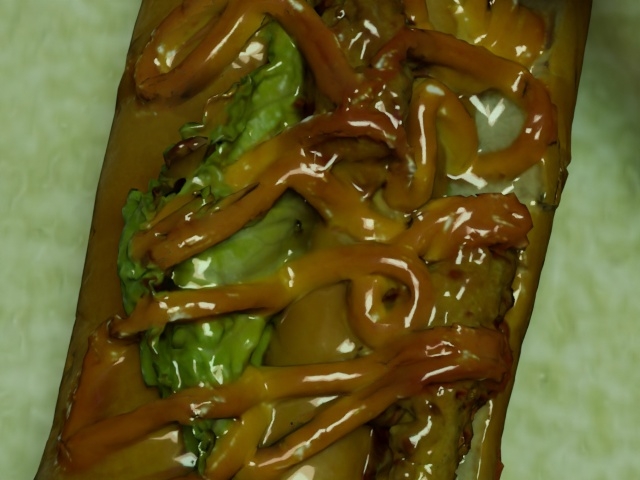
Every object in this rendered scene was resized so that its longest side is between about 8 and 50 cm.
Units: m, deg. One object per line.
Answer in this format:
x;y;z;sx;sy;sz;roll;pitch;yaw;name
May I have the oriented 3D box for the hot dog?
0.000;0.000;0.515;0.158;0.117;0.348;15;75;-6;hot dog
